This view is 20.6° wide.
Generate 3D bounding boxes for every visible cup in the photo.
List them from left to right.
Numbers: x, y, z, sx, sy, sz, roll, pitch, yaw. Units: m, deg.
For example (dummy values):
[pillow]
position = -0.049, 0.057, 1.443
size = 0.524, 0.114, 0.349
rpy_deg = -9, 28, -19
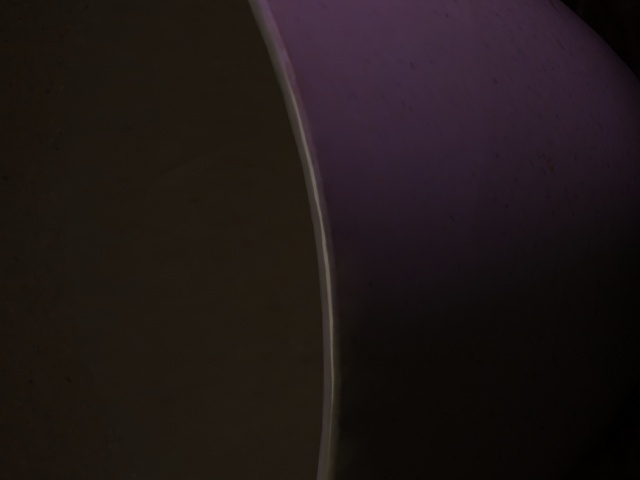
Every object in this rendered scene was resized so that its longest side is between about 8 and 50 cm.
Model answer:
[cup]
position = 0.000, 0.000, 0.686
size = 0.331, 0.237, 0.331
rpy_deg = 16, 109, 52
